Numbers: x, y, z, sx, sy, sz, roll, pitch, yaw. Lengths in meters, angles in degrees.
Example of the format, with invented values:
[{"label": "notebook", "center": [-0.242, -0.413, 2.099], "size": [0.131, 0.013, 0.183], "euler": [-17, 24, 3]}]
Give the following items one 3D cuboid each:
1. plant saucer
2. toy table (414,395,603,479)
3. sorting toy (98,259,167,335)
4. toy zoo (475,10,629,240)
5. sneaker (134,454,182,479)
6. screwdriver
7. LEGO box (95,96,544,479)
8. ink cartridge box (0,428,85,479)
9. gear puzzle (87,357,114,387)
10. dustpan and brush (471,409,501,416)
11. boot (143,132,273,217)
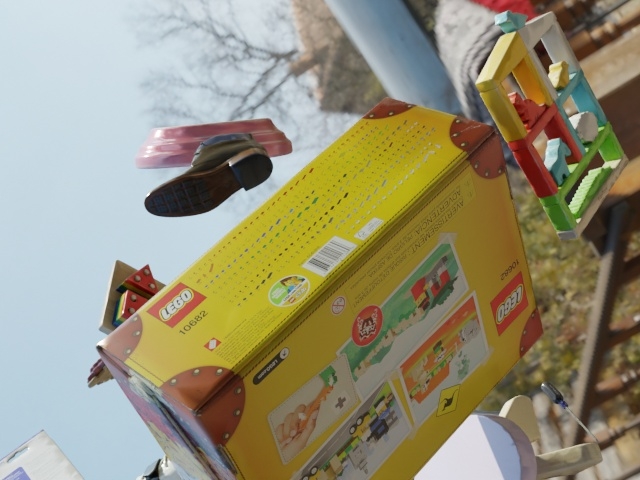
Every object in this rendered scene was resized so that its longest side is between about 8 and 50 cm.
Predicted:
[{"label": "plant saucer", "center": [-0.226, -0.207, 2.020], "size": [0.332, 0.332, 0.084], "euler": [-40, -54, -76]}, {"label": "toy table", "center": [0.270, 0.349, 1.392], "size": [0.161, 0.274, 0.252], "euler": [4, -109, -27]}, {"label": "sorting toy", "center": [-0.466, 0.186, 2.675], "size": [0.257, 0.089, 0.255], "euler": [31, -144, -26]}, {"label": "toy zoo", "center": [0.304, -0.172, 1.275], "size": [0.192, 0.030, 0.293], "euler": [-48, -67, -37]}, {"label": "sneaker", "center": [-0.292, 0.475, 1.914], "size": [0.122, 0.331, 0.146], "euler": [2, -97, -71]}, {"label": "screwdriver", "center": [0.466, 0.319, 1.785], "size": [0.025, 0.024, 0.170], "euler": [14, -157, -37]}, {"label": "LEGO box", "center": [0.035, 0.122, 1.198], "size": [0.193, 0.500, 0.372], "euler": [25, 147, 42]}, {"label": "ink cartridge box", "center": [-0.612, 0.560, 2.138], "size": [0.333, 0.165, 0.065], "euler": [30, 149, 49]}, {"label": "gear puzzle", "center": [-0.403, 0.225, 2.086], "size": [0.044, 0.175, 0.339], "euler": [42, -176, 6]}, {"label": "dustpan and brush", "center": [0.365, 0.477, 2.125], "size": [0.060, 0.147, 0.211], "euler": [-80, -8, -58]}, {"label": "boot", "center": [-0.189, -0.110, 1.595], "size": [0.106, 0.219, 0.082], "euler": [-111, 2, -55]}]
